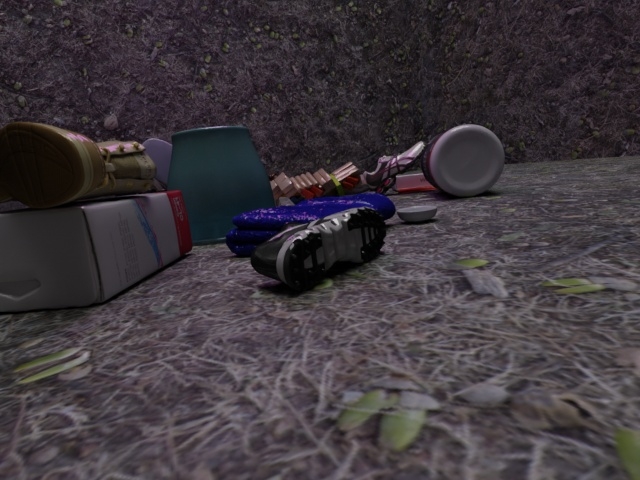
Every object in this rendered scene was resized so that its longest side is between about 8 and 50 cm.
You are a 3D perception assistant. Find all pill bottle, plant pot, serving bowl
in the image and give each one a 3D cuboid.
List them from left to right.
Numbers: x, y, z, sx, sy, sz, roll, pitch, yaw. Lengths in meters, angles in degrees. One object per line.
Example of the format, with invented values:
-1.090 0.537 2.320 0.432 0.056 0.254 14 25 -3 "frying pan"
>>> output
-0.245 -0.140 0.987 0.272 0.255 0.271 -6 10 1 "plant pot"
0.204 -0.054 0.856 0.084 0.027 0.083 -6 10 1 "serving bowl"
0.443 -0.259 1.328 0.211 0.210 0.363 -5 10 8 "pill bottle"

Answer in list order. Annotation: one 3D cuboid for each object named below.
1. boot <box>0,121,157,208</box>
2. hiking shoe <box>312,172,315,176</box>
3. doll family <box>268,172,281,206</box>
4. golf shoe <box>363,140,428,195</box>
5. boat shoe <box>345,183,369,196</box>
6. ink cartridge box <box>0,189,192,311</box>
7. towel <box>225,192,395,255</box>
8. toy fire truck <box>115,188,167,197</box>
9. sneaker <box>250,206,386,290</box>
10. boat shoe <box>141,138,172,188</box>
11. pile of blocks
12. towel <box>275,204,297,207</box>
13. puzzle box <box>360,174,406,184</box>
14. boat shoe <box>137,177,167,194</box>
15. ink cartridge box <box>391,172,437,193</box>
-0.303 -0.097 0.541 0.262 0.095 0.204 -2 10 35 "boot"
0.000 -0.274 1.965 0.227 0.114 0.086 -6 11 4 "hiking shoe"
-0.257 -0.181 1.476 0.119 0.163 0.263 2 13 39 "doll family"
0.287 -0.295 1.550 0.273 0.120 0.105 -43 -4 14 "golf shoe"
0.086 -0.224 1.684 0.335 0.095 0.112 -16 14 -41 "boat shoe"
-0.373 0.001 0.646 0.226 0.131 0.306 -6 9 4 "ink cartridge box"
-0.007 -0.045 0.782 0.228 0.076 0.308 -5 10 29 "towel"
-0.604 -0.079 1.279 0.247 0.158 0.217 -24 -3 26 "toy fire truck"
0.000 0.000 0.549 0.106 0.078 0.234 5 17 38 "sneaker"
-0.493 -0.220 1.480 0.367 0.135 0.156 37 -14 -23 "boat shoe"
-0.003 -0.168 1.420 0.363 0.148 0.112 -12 39 -20 "pile of blocks"
-0.093 -0.103 1.322 0.197 0.029 0.144 -5 11 7 "towel"
0.201 -0.301 2.079 0.272 0.052 0.409 -5 7 -37 "puzzle box"
-0.606 -0.172 1.384 0.118 0.103 0.320 27 -15 27 "boat shoe"
0.456 -0.248 1.665 0.297 0.066 0.261 -6 9 4 "ink cartridge box"
